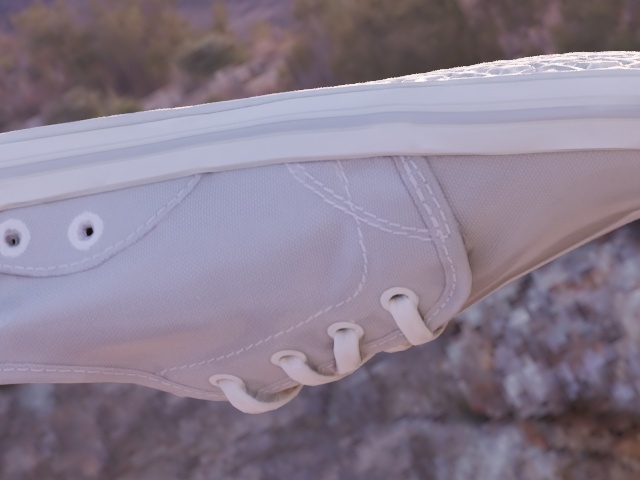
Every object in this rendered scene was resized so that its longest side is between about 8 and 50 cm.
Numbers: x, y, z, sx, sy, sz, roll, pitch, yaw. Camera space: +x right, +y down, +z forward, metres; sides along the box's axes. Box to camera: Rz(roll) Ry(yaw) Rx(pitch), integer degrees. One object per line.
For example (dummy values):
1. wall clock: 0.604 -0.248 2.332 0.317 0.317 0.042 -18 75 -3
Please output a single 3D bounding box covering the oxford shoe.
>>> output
1. oxford shoe: 0.000 0.000 0.798 0.449 0.130 0.169 -9 0 16
